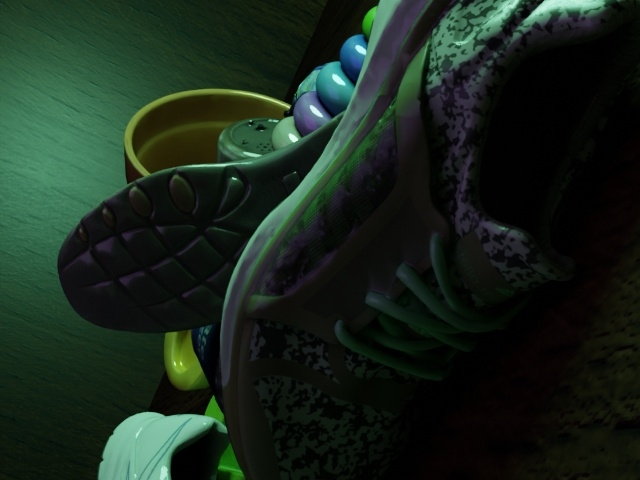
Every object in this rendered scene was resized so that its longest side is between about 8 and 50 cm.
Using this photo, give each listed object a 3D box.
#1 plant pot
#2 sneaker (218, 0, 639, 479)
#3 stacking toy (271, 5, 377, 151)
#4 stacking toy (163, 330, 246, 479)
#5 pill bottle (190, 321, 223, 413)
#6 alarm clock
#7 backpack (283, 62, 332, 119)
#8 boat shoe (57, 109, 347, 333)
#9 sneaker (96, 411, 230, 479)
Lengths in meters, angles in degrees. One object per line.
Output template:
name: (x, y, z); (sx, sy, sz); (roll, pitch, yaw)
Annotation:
plant pot: (-0.133, -0.052, 1.660); (0.291, 0.291, 0.203); (-76, -3, -53)
sneaker: (0.064, 0.007, 0.684); (0.410, 0.158, 0.182); (-68, 25, 13)
stacking toy: (0.095, -0.185, 1.101); (0.330, 0.141, 0.141); (-55, 11, 19)
stacking toy: (-0.090, 0.228, 1.243); (0.279, 0.130, 0.309); (45, 115, 53)
pill bottle: (-0.038, 0.100, 1.003); (0.123, 0.123, 0.219); (-64, 18, 5)
alarm clock: (-0.084, -0.106, 1.516); (0.192, 0.129, 0.064); (-23, -48, -32)
backpack: (0.019, -0.186, 1.573); (0.084, 0.105, 0.114); (-63, 5, -20)
boat shoe: (-0.041, -0.008, 0.972); (0.130, 0.355, 0.132); (17, -123, -75)
sneaker: (-0.160, 0.287, 1.081); (0.129, 0.111, 0.297); (-22, 49, 42)
